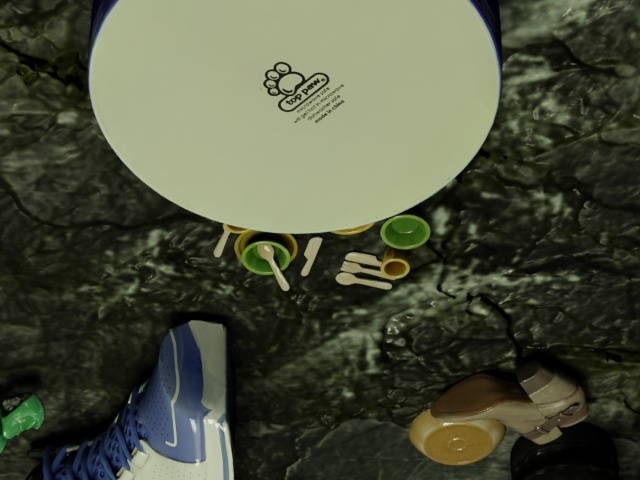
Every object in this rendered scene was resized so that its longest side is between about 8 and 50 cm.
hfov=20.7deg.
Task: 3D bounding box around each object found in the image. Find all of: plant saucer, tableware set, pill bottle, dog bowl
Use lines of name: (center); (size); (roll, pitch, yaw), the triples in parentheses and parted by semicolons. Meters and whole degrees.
plant saucer: (0.118, 0.171, 1.510); (0.083, 0.015, 0.083); (0, 137, 0)
tableware set: (0.000, 0.000, 1.322); (0.154, 0.024, 0.104); (12, 135, -12)
pill bottle: (0.212, 0.265, 1.462); (0.123, 0.219, 0.122); (0, 137, 0)
dog bowl: (-0.016, -0.129, 1.127); (0.265, 0.104, 0.265); (0, 137, 0)

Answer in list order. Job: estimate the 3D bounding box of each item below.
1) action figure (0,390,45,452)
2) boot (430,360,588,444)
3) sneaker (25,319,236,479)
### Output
action figure: (-0.340, 0.160, 1.442); (0.232, 0.137, 0.063); (-12, 124, 0)
boot: (0.163, 0.143, 1.463); (0.118, 0.042, 0.087); (-22, 135, 22)
sneaker: (-0.165, 0.204, 1.464); (0.182, 0.127, 0.315); (3, 138, -6)
